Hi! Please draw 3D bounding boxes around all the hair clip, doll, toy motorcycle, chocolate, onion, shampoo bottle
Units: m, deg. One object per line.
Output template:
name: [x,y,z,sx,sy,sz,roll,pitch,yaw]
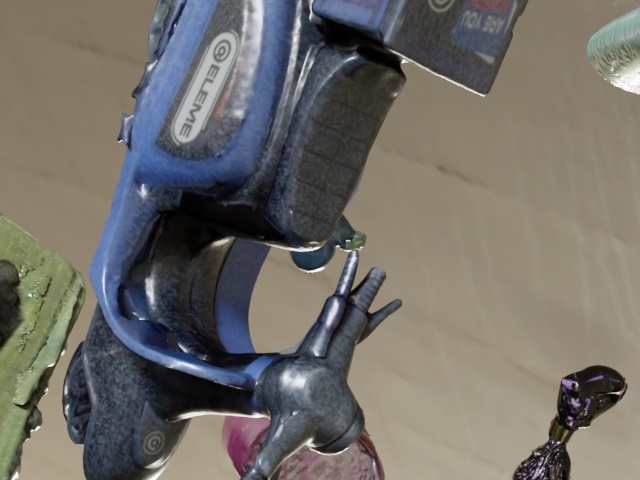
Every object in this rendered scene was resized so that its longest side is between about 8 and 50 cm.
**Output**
hair clip: [-0.235,0.094,0.944,0.138,0.321,0.091,37,-61,-14]
doll: [0.000,0.000,1.804,0.050,0.083,0.076,52,-6,-30]
toy motorcycle: [-0.031,-0.014,0.839,0.125,0.359,0.212,18,5,-42]
chocolate: [0.245,0.187,1.570,0.070,0.147,0.072,24,-4,46]
onion: [-0.022,0.254,1.873,0.207,0.201,0.200,19,-23,-10]
shampoo bottle: [0.200,-0.112,0.844,0.069,0.041,0.190,19,-6,-5]
